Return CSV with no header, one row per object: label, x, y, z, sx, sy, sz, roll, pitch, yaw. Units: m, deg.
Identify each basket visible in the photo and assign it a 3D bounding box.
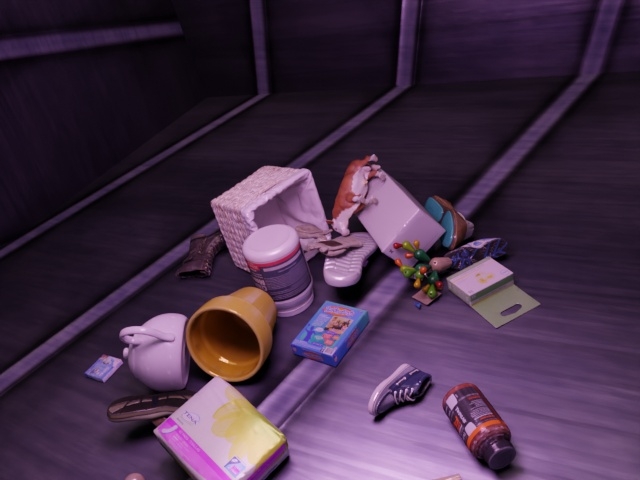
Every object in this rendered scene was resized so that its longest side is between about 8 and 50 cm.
basket,-0.186,-0.073,2.162,0.267,0.331,0.328,17,45,43

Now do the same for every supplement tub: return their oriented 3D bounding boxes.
supplement tub,0.376,0.437,1.364,0.106,0.106,0.198,-21,32,-7
supplement tub,-0.135,0.100,1.929,0.191,0.272,0.191,-11,33,8

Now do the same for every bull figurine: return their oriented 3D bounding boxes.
bull figurine,0.128,-0.171,2.110,0.189,0.101,0.310,-12,57,49

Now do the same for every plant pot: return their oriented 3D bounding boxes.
plant pot,-0.248,0.265,1.784,0.254,0.253,0.239,-3,19,20

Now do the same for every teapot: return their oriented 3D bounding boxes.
teapot,-0.497,0.335,1.738,0.187,0.255,0.252,1,14,-6

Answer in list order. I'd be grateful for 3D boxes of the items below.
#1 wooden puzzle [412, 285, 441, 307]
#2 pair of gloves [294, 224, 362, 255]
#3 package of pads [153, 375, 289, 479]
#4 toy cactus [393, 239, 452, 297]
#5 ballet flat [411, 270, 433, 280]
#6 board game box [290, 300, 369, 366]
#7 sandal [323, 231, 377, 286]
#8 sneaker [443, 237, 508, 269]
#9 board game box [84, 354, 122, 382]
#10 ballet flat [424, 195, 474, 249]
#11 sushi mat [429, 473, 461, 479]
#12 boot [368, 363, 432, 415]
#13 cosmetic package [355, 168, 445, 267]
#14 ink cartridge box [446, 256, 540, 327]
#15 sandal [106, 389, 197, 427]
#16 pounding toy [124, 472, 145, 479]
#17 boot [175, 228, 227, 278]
wooden puzzle,0.341,0.177,1.852,0.116,0.014,0.079,-29,31,-19
pair of gloves,0.000,0.000,2.009,0.240,0.042,0.204,22,23,38
package of pads,-0.249,0.510,1.481,0.297,0.101,0.229,30,55,33
toy cactus,0.345,0.078,1.870,0.181,0.112,0.219,-11,48,-25
ballet flat,0.343,0.111,1.928,0.115,0.041,0.041,-17,33,0
board game box,0.032,0.284,1.792,0.160,0.047,0.210,10,42,35
sandal,0.095,0.076,2.018,0.170,0.102,0.416,7,23,17
sneaker,0.518,0.044,1.935,0.211,0.080,0.081,-14,7,7
board game box,-0.723,0.426,1.928,0.090,0.020,0.090,7,39,29
ballet flat,0.473,-0.062,2.068,0.124,0.116,0.342,12,22,-12
sushi mat,0.171,0.611,1.273,0.317,0.019,0.151,-14,34,3
boot,0.211,0.399,1.522,0.086,0.069,0.190,14,42,42
cosmetic package,0.264,-0.085,2.079,0.197,0.155,0.365,-48,33,14
ink cartridge box,0.526,0.153,1.773,0.171,0.056,0.235,-25,32,-14
sandal,-0.447,0.492,1.646,0.303,0.086,0.120,-2,12,-6
pounding toy,-0.448,0.684,1.335,0.183,0.110,0.236,-11,58,-51
boot,-0.435,0.060,2.309,0.263,0.091,0.228,-13,38,12
